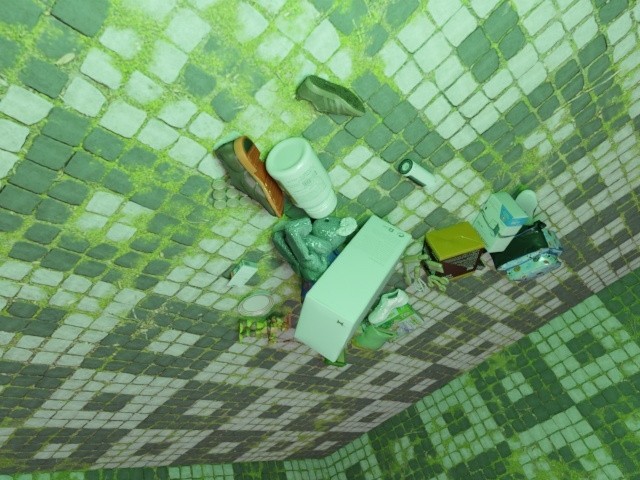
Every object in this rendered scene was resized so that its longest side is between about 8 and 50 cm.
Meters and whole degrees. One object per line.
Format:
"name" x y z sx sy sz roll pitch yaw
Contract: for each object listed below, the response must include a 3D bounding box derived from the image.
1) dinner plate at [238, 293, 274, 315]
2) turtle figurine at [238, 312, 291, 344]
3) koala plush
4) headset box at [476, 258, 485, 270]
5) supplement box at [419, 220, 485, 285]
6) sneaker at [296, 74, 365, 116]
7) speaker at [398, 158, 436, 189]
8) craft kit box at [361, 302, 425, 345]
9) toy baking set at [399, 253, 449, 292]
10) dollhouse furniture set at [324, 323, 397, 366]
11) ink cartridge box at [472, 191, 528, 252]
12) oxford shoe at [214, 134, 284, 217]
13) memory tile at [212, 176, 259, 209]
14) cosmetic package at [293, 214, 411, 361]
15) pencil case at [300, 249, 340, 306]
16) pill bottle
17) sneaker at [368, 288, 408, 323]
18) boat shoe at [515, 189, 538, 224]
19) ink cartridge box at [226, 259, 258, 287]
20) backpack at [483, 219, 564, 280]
"dinner plate" -0.248 0.245 1.665 0.141 0.017 0.141 -14 142 -11
"turtle figurine" -0.219 0.347 1.744 0.218 0.087 0.269 -1 146 -14
"koala plush" 0.000 0.000 1.369 0.221 0.203 0.196 -34 -177 -27
"headset box" 0.688 0.098 1.913 0.083 0.062 0.032 10 132 -33
"supplement box" 0.521 0.055 1.727 0.192 0.129 0.194 -16 141 -8
"sneaker" 0.026 -0.350 1.082 0.189 0.066 0.071 18 144 -33
"speaker" 0.310 -0.211 1.375 0.136 0.055 0.055 21 125 -42
"craft kit box" 0.366 0.414 2.135 0.247 0.060 0.250 -36 140 12
"toy baking set" 0.397 0.135 1.722 0.030 0.256 0.196 -46 109 -28
"dollhouse furniture set" 0.194 0.492 1.991 0.302 0.151 0.197 17 140 -25
"ink cartridge box" 0.680 -0.068 1.652 0.082 0.139 0.190 -6 139 -22
"oxford shoe" -0.182 -0.161 1.169 0.099 0.096 0.271 -12 132 20
"memory tile" -0.232 -0.140 1.228 0.148 0.012 0.113 -8 139 -16
"cosmetic package" 0.113 0.141 1.405 0.453 0.162 0.230 -47 162 -44
"pencil case" 0.002 0.140 1.581 0.133 0.119 0.306 -14 141 -20
"pill bottle" -0.043 -0.164 1.196 0.131 0.131 0.229 -29 141 8
"sneaker" 0.289 0.288 1.945 0.212 0.080 0.094 -39 128 9
"boat shoe" 0.808 -0.144 1.688 0.070 0.078 0.219 -61 151 -17
"ink cartridge box" -0.275 0.117 1.494 0.063 0.029 0.115 18 128 -40
"backpack" 0.875 0.051 1.797 0.264 0.213 0.277 -5 162 -42
